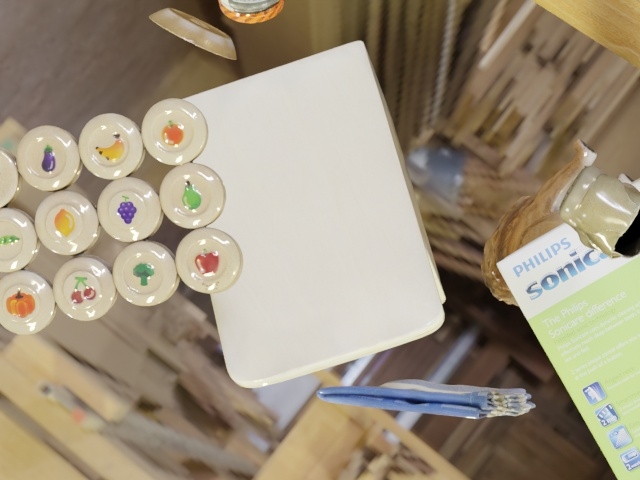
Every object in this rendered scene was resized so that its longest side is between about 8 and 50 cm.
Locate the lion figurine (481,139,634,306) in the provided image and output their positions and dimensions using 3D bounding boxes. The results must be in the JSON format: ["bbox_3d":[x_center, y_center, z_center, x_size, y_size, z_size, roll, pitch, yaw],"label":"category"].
[{"bbox_3d":[0.302,0.028,1.617,0.240,0.142,0.392,-52,-170,16],"label":"lion figurine"}]

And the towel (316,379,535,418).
[{"bbox_3d":[0.135,0.191,1.617,0.285,0.209,0.034,17,76,-69],"label":"towel"}]

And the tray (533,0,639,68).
[{"bbox_3d":[0.304,-0.203,1.034,0.203,0.411,0.076,-37,155,-35],"label":"tray"}]

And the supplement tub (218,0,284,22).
[{"bbox_3d":[-0.096,-0.386,1.734,0.117,0.117,0.190,-47,154,-30],"label":"supplement tub"}]

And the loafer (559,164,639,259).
[{"bbox_3d":[0.206,-0.010,0.902,0.056,0.050,0.148,-58,152,11],"label":"loafer"}]

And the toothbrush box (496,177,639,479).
[{"bbox_3d":[0.319,0.094,1.159,0.206,0.283,0.122,-32,166,12],"label":"toothbrush box"}]

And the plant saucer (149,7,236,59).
[{"bbox_3d":[-0.107,-0.181,1.139,0.015,0.083,0.083,-63,170,12],"label":"plant saucer"}]

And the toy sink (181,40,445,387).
[{"bbox_3d":[0.000,0.000,0.970,0.153,0.234,0.131,-19,153,6],"label":"toy sink"}]

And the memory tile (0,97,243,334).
[{"bbox_3d":[-0.124,-0.013,0.736,0.148,0.113,0.012,-13,-176,8],"label":"memory tile"}]
